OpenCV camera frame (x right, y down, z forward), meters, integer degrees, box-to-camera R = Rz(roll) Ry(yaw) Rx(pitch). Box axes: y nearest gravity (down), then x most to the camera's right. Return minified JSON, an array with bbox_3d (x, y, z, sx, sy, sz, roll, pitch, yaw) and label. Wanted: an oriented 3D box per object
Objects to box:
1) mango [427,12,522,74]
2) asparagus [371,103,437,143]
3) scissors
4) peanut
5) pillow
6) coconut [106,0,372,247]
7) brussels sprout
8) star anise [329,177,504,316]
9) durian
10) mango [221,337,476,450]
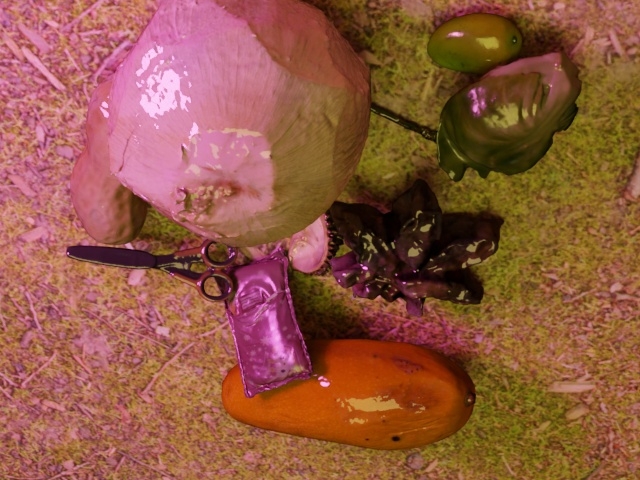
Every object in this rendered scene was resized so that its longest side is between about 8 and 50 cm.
[{"bbox_3d":[0.172,-0.221,1.629,0.108,0.056,0.073,-8,135,21],"label":"mango"},{"bbox_3d":[0.076,-0.152,1.731,0.166,0.013,0.016,27,138,-9],"label":"asparagus"},{"bbox_3d":[-0.219,0.027,1.878,0.220,0.017,0.088,7,91,-6],"label":"scissors"},{"bbox_3d":[-0.249,-0.093,1.785,0.117,0.101,0.263,34,129,10],"label":"peanut"},{"bbox_3d":[-0.072,0.106,1.882,0.118,0.185,0.043,-23,162,27],"label":"pillow"},{"bbox_3d":[-0.090,-0.138,1.599,0.297,0.254,0.297,2,115,3],"label":"coconut"},{"bbox_3d":[0.214,-0.140,1.637,0.139,0.100,0.181,21,146,-40],"label":"brussels sprout"},{"bbox_3d":[0.122,0.019,1.787,0.220,0.099,0.214,-5,139,-3],"label":"star anise"},{"bbox_3d":[-0.005,0.005,1.844,0.066,0.052,0.130,21,131,-4],"label":"durian"},{"bbox_3d":[0.032,0.203,1.924,0.359,0.144,0.187,1,157,15],"label":"mango"}]
